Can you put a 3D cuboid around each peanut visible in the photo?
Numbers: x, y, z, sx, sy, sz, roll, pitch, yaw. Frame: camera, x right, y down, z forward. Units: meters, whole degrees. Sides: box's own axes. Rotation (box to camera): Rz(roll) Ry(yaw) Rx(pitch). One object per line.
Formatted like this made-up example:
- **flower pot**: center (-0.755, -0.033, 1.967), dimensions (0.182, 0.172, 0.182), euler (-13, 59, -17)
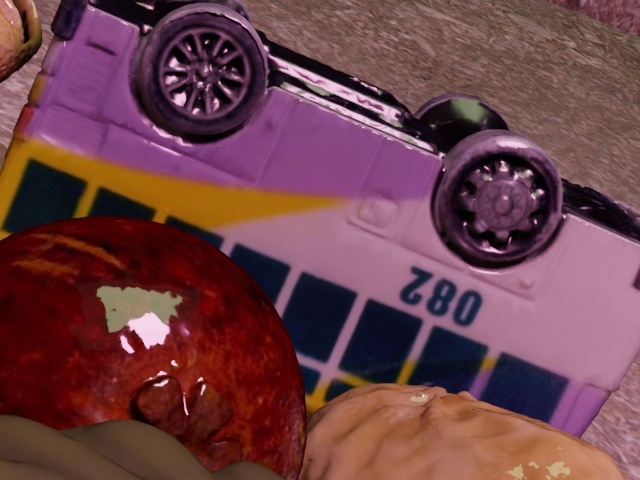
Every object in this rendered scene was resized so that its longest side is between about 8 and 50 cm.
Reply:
- **peanut**: center (0.112, 0.207, 0.946), dimensions (0.169, 0.192, 0.387), euler (19, 20, -43)

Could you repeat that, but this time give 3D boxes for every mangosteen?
- **mangosteen**: center (-0.130, 0.090, 0.946), dimensions (0.215, 0.215, 0.257), euler (13, -4, -34)

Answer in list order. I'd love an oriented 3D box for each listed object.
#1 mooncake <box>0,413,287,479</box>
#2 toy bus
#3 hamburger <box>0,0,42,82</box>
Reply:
- **mooncake**: center (-0.053, 0.222, 0.676), dimensions (0.356, 0.194, 0.356), euler (28, 21, -12)
- **toy bus**: center (0.000, 0.000, 1.220), dimensions (0.440, 0.249, 0.209), euler (23, 10, -10)
- **hamburger**: center (-0.297, -0.167, 1.126), dimensions (0.243, 0.146, 0.286), euler (42, 14, -10)
